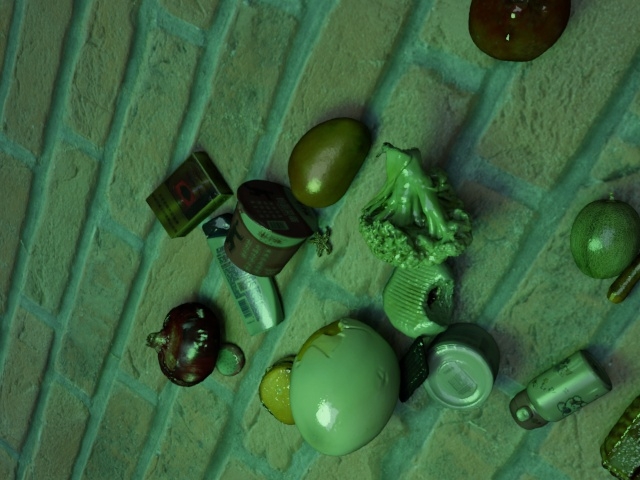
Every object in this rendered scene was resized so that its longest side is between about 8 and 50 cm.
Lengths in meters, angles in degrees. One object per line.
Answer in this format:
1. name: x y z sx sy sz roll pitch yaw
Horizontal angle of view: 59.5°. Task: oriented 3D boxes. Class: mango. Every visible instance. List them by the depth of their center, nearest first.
1. mango: 0.013 -0.206 1.437 0.175 0.139 0.255 31 104 2

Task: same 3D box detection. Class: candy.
1. candy: -0.284 0.370 1.734 0.103 0.043 0.103 6 104 25

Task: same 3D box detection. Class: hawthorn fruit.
1. hawthorn fruit: 0.399 -0.470 1.141 0.210 0.262 0.211 6 106 22

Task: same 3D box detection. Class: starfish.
1. starfish: 0.000 0.000 1.543 0.078 0.028 0.091 -36 80 28

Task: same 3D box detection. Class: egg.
1. egg: 0.057 0.375 1.427 0.282 0.345 0.283 14 141 12

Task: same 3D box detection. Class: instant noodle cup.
1. instant noodle cup: -0.146 -0.026 1.504 0.234 0.234 0.179 40 123 12

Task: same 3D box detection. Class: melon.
1. melon: 0.615 -0.011 1.207 0.139 0.139 0.193 8 107 22

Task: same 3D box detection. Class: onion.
1. onion: -0.409 0.308 1.668 0.252 0.219 0.252 -15 70 49

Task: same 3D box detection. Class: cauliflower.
1. cauliflower: 0.229 -0.075 1.300 0.327 0.260 0.281 38 122 44

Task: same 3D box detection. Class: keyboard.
1. keyboard: 0.225 0.329 1.405 0.016 0.262 0.106 -3 60 -8

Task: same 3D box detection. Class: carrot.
1. carrot: 0.699 0.067 1.239 0.042 0.042 0.171 36 112 13

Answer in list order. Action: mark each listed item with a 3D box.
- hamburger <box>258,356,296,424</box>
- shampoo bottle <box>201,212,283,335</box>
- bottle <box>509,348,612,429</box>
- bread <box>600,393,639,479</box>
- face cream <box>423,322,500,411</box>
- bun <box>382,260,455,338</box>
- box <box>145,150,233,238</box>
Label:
1. hamburger: -0.088 0.432 1.620 0.190 0.118 0.182 -24 87 22
2. shampoo bottle: -0.220 0.092 1.631 0.134 0.078 0.360 -24 90 22
3. bottle: 0.556 0.363 1.325 0.233 0.110 0.110 -42 82 24
4. bread: 0.757 0.464 1.264 0.181 0.096 0.222 29 109 16
5. face cream: 0.346 0.309 1.383 0.177 0.153 0.178 5 104 23
6. bun: 0.263 0.141 1.400 0.213 0.126 0.204 -54 52 17
7. box: -0.394 -0.132 1.668 0.240 0.071 0.159 -36 83 26
